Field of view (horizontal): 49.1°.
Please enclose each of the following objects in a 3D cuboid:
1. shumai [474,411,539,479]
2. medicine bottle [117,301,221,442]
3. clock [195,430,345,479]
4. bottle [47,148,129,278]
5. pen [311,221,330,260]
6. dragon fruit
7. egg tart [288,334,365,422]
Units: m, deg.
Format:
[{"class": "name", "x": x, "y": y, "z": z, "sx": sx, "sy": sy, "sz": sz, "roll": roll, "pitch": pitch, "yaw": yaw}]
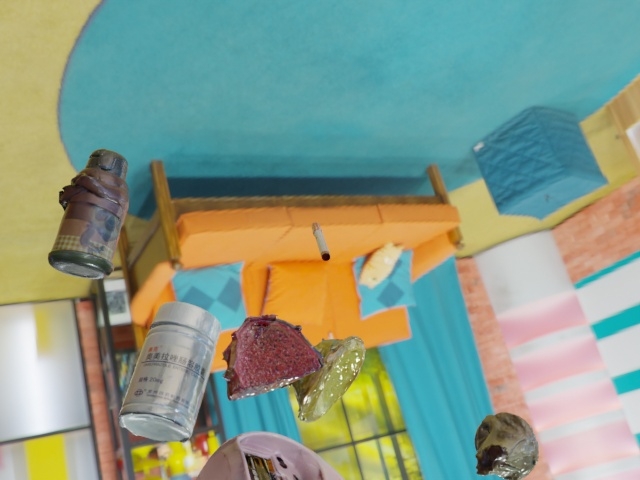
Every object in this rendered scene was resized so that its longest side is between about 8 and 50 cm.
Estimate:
[{"class": "shumai", "x": 0.526, "y": 0.601, "z": 2.029, "sx": 0.201, "sy": 0.201, "sz": 0.120, "roll": -25, "pitch": 162, "yaw": 24}, {"class": "medicine bottle", "x": -0.387, "y": 0.341, "z": 1.841, "sx": 0.190, "sy": 0.332, "sz": 0.190, "roll": 7, "pitch": 143, "yaw": 5}, {"class": "clock", "x": -0.077, "y": 0.583, "z": 1.507, "sx": 0.376, "sy": 0.368, "sz": 0.250, "roll": 23, "pitch": 105, "yaw": -26}, {"class": "bottle", "x": -0.478, "y": -0.065, "z": 1.466, "sx": 0.143, "sy": 0.271, "sz": 0.156, "roll": 12, "pitch": 160, "yaw": -9}, {"class": "pen", "x": 0.000, "y": 0.000, "z": 1.990, "sx": 0.028, "sy": 0.028, "sz": 0.239, "roll": -15, "pitch": -156, "yaw": -2}, {"class": "dragon fruit", "x": -0.132, "y": 0.254, "z": 1.558, "sx": 0.274, "sy": 0.161, "sz": 0.126, "roll": -4, "pitch": 159, "yaw": -47}, {"class": "egg tart", "x": 0.011, "y": 0.396, "z": 2.081, "sx": 0.315, "sy": 0.120, "sz": 0.315, "roll": -42, "pitch": 151, "yaw": -30}]
